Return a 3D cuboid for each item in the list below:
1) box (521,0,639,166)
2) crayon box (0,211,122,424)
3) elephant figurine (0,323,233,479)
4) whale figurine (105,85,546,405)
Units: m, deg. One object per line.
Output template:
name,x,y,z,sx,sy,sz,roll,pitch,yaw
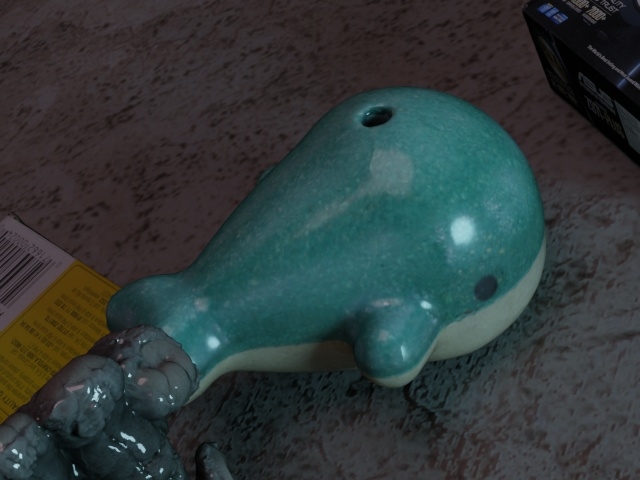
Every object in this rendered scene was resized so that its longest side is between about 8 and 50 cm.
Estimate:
box,0.240,-0.125,0.830,0.147,0.077,0.180,-31,39,-1
crayon box,-0.262,0.140,0.866,0.318,0.081,0.202,-44,41,-17
elephant figurine,-0.080,0.179,0.671,0.169,0.239,0.186,-42,3,19
whale figurine,0.000,0.000,0.773,0.272,0.141,0.216,-21,38,-9
